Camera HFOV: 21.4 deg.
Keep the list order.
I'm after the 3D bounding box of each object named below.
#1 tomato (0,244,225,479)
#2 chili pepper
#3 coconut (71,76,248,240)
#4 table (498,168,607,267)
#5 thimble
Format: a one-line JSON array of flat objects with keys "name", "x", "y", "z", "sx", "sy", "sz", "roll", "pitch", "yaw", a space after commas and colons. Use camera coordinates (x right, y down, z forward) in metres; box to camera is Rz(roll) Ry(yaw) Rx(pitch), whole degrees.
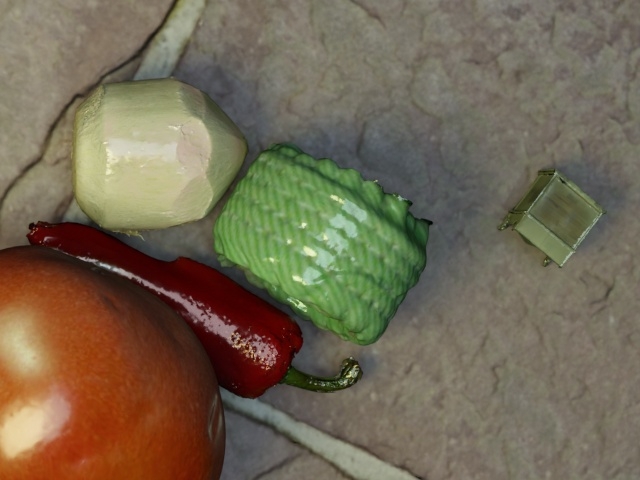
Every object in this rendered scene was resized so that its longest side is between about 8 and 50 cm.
[{"name": "tomato", "x": -0.246, "y": 0.153, "z": 1.645, "sx": 0.341, "sy": 0.341, "sz": 0.273, "roll": 16, "pitch": 83, "yaw": -10}, {"name": "chili pepper", "x": -0.135, "y": 0.077, "z": 1.785, "sx": 0.387, "sy": 0.110, "sz": 0.110, "roll": 31, "pitch": 85, "yaw": -8}, {"name": "coconut", "x": -0.166, "y": -0.085, "z": 1.752, "sx": 0.182, "sy": 0.171, "sz": 0.171, "roll": 1, "pitch": 90, "yaw": -8}, {"name": "table", "x": 0.256, "y": -0.024, "z": 1.878, "sx": 0.079, "sy": 0.062, "sz": 0.083, "roll": 38, "pitch": 83, "yaw": -9}, {"name": "thimble", "x": 0.000, "y": 0.000, "z": 1.761, "sx": 0.219, "sy": 0.219, "sz": 0.150, "roll": 33, "pitch": 83, "yaw": -9}]
